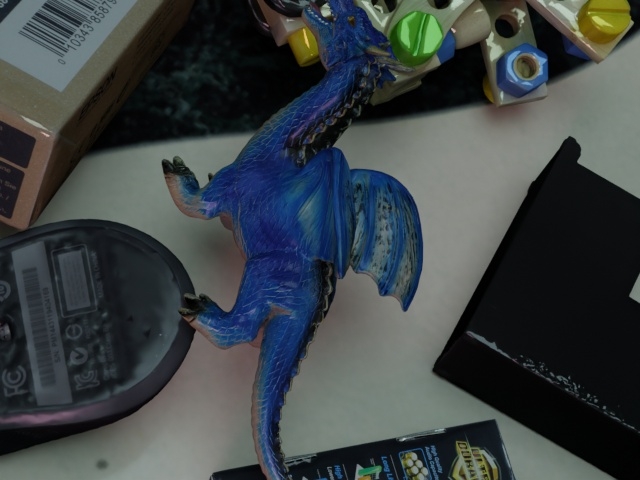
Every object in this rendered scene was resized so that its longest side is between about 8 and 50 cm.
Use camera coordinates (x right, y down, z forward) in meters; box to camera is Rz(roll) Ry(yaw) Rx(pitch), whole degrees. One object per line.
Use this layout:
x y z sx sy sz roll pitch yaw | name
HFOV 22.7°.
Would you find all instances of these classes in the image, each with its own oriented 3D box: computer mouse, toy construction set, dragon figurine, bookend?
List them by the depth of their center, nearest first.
0.000 0.000 0.878 0.144 0.085 0.289 -20 65 26 | dragon figurine
-0.204 0.059 0.908 0.272 0.072 0.188 -8 70 -2 | computer mouse
0.177 0.046 0.985 0.156 0.072 0.157 30 64 1 | bookend
0.036 -0.223 1.027 0.215 0.151 0.327 -23 71 -14 | toy construction set

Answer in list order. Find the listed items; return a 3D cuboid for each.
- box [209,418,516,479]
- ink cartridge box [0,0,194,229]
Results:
0.044 0.219 0.882 0.175 0.051 0.220 -9 63 -15 | box
-0.196 -0.142 0.941 0.193 0.088 0.234 28 44 0 | ink cartridge box
